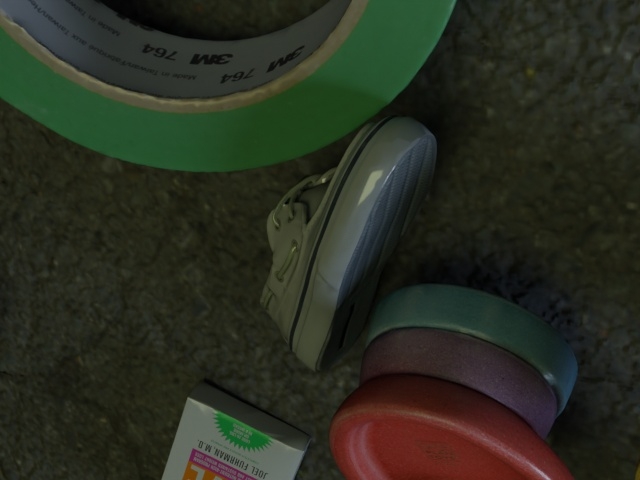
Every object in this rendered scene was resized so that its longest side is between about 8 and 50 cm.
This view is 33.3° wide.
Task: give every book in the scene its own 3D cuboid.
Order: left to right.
[{"bbox_3d":[-0.072,0.186,0.834,0.096,0.035,0.144,25,123,8],"label":"book"}]

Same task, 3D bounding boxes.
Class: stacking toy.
[{"bbox_3d":[0.180,0.127,0.660,0.309,0.130,0.279,4,143,28],"label":"stacking toy"}]

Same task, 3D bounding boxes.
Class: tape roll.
[{"bbox_3d":[-0.078,-0.187,0.557,0.321,0.077,0.321,6,128,8],"label":"tape roll"}]

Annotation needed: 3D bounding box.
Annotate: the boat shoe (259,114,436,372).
[{"bbox_3d":[0.000,0.000,0.645,0.076,0.083,0.226,38,141,15],"label":"boat shoe"}]
